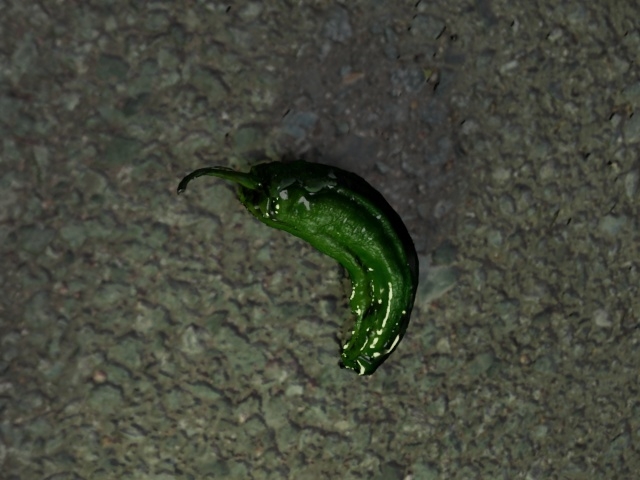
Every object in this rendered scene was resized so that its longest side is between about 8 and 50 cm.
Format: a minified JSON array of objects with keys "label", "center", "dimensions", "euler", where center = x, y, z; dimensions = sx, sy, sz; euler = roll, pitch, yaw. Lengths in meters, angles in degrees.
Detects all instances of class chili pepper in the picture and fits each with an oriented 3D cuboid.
[{"label":"chili pepper","center":[0.000,0.000,0.946],"dimensions":[0.122,0.065,0.279],"euler":[-47,125,-8]}]
